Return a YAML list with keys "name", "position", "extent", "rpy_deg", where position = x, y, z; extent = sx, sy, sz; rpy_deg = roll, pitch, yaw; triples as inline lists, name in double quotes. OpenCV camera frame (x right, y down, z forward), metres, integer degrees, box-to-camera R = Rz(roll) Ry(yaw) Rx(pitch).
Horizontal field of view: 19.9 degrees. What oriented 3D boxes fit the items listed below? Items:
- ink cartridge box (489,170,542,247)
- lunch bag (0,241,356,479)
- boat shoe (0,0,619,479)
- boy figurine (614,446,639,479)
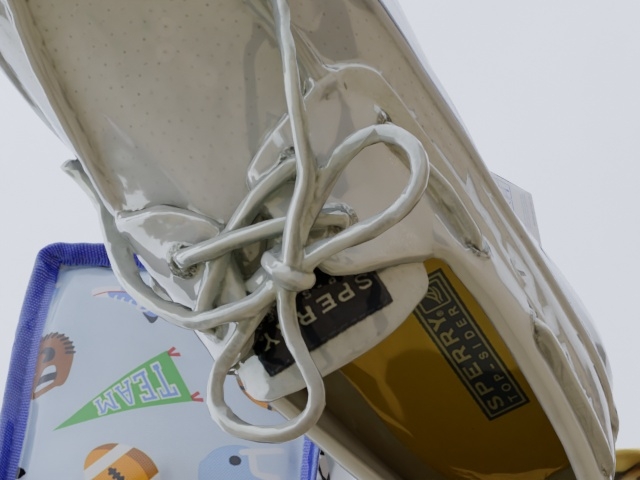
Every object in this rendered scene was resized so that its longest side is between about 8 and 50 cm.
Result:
- name: "ink cartridge box"
  position: [0.109, 0.054, 1.226]
  extent: [0.046, 0.207, 0.097]
  rpy_deg: [27, -56, -23]
- name: "lunch bag"
  position: [-0.095, 0.241, 1.117]
  extent: [0.239, 0.385, 0.327]
  rpy_deg: [-2, -45, 4]
- name: "boat shoe"
  position: [-0.006, 0.005, 0.650]
  extent: [0.136, 0.156, 0.367]
  rpy_deg: [-30, -62, 16]
- name: "boy figurine"
  position: [0.261, 0.202, 1.030]
  extent: [0.177, 0.285, 0.092]
  rpy_deg: [-52, -33, 1]
